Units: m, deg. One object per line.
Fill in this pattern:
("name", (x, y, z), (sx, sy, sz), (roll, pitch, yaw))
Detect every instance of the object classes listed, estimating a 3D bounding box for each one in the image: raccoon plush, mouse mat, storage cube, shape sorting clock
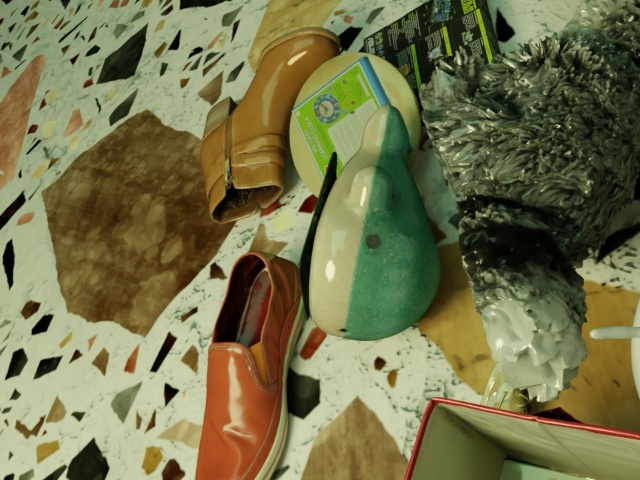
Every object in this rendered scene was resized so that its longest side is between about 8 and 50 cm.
("raccoon plush", (0.280, -0.068, 0.713), (0.299, 0.216, 0.446), (-26, 43, 20))
("mouse mat", (0.000, 0.000, 0.949), (0.007, 0.190, 0.153), (13, 67, 9))
("storage cube", (0.177, 0.249, 0.594), (0.183, 0.193, 0.215), (2, 62, 41))
("shape sorting clock", (0.043, -0.144, 1.049), (0.206, 0.040, 0.206), (1, 91, 33))

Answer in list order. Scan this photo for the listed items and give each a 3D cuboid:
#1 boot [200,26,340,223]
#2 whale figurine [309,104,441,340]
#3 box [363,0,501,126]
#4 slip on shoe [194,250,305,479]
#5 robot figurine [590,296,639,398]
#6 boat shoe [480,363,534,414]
("boot", (-0.075, -0.167, 1.164), (0.283, 0.109, 0.220), (-29, 45, 25))
("whale figurine", (0.075, -0.017, 0.897), (0.141, 0.216, 0.272), (13, 63, 6))
("box", (0.150, -0.248, 1.080), (0.184, 0.045, 0.191), (-24, 48, 24))
("slip on shoe", (-0.097, 0.161, 0.960), (0.123, 0.101, 0.331), (-6, 59, 36))
("robot figurine", (0.340, 0.091, 0.467), (0.300, 0.353, 0.200), (-59, 0, -15))
("boat shoe", (0.181, 0.162, 0.763), (0.045, 0.050, 0.135), (25, 90, 44))
